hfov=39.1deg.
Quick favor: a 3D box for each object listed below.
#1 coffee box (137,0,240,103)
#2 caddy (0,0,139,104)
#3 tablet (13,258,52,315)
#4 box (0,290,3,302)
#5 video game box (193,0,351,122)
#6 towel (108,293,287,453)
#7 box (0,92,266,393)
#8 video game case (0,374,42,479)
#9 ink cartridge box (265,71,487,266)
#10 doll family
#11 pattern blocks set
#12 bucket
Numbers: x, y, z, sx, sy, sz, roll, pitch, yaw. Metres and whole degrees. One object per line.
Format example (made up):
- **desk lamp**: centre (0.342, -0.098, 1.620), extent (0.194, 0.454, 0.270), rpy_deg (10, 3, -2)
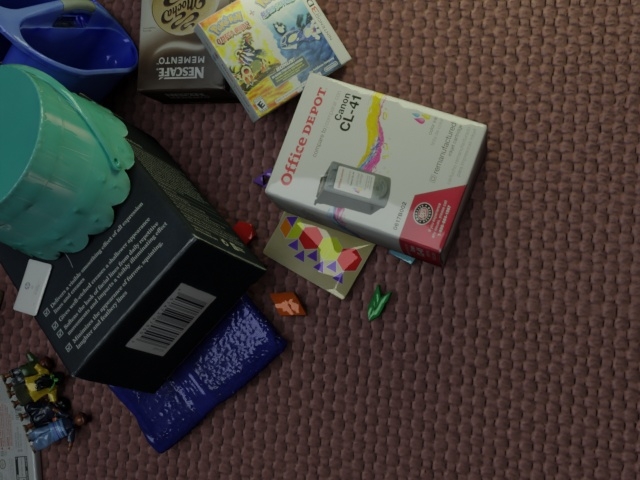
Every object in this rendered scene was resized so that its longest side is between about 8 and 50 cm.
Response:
- **coffee box**: centre (-0.220, -0.397, 1.598), extent (0.168, 0.119, 0.297), rpy_deg (1, 86, 14)
- **caddy**: centre (-0.461, -0.348, 1.549), extent (0.179, 0.341, 0.241), rpy_deg (-43, 85, 23)
- **tablet**: centre (-0.452, 0.073, 1.413), extent (0.054, 0.006, 0.083), rpy_deg (11, 81, 32)
- **box**: centre (-0.727, 0.124, 1.597), extent (0.148, 0.311, 0.121), rpy_deg (17, 91, 15)
- **video game box**: centre (-0.078, -0.332, 1.523), extent (0.205, 0.048, 0.187), rpy_deg (-36, 96, -18)
- **towel**: centre (-0.233, 0.195, 1.589), extent (0.308, 0.076, 0.228), rpy_deg (-41, 81, 11)
- **box**: centre (-0.340, 0.006, 1.502), extent (0.293, 0.212, 0.395), rpy_deg (-47, 59, 8)
- **video game case**: centre (-0.627, 0.371, 1.702), extent (0.206, 0.026, 0.227), rpy_deg (-7, 85, 14)
- **ink cartridge box**: centre (0.094, -0.116, 1.472), extent (0.306, 0.131, 0.226), rpy_deg (19, 83, 12)
- **doll family**: centre (-0.499, 0.295, 1.645), extent (0.111, 0.076, 0.193), rpy_deg (-24, 92, -17)
- **pattern blocks set**: centre (0.000, 0.000, 1.554), extent (0.325, 0.026, 0.285), rpy_deg (38, 91, 16)
- **bucket**: centre (-0.447, -0.121, 1.369), extent (0.281, 0.183, 0.281), rpy_deg (-9, 69, 26)
